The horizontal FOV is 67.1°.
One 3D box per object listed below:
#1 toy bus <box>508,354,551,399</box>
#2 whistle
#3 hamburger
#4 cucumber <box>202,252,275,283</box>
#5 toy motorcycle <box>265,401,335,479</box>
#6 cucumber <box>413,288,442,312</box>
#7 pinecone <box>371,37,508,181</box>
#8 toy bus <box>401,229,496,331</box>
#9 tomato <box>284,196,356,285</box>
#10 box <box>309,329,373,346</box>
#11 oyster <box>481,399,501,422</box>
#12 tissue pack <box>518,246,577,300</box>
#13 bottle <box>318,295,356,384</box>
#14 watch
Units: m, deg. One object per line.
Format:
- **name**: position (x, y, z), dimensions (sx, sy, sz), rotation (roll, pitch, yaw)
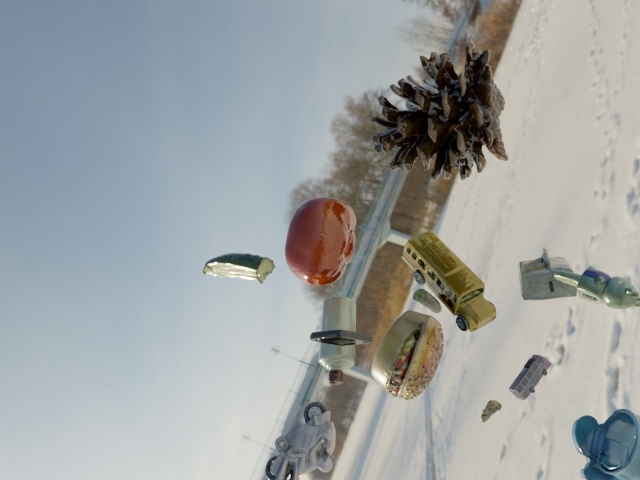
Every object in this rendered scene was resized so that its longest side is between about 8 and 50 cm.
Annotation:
- **toy bus**: position (0.555, 0.361, 1.281), dimensions (0.131, 0.052, 0.037), rotation (-47, 2, -14)
- **whistle**: position (0.792, 0.131, 1.377), dimensions (0.092, 0.244, 0.110), rotation (-55, -48, -11)
- **hamburger**: position (0.294, 0.374, 1.560), dimensions (0.300, 0.176, 0.300), rotation (-44, -33, -38)
- **cucumber**: position (-0.351, 0.098, 2.008), dimensions (0.145, 0.325, 0.105), rotation (-48, -49, -47)
- **toy motorcycle**: position (-0.037, 0.617, 1.421), dimensions (0.260, 0.171, 0.110), rotation (-51, -23, -18)
- **cucumber**: position (0.433, 0.248, 1.905), dimensions (0.214, 0.058, 0.052), rotation (36, -143, -47)
- **pinecone**: position (0.311, -0.330, 1.308), dimensions (0.384, 0.384, 0.384), rotation (20, -90, -79)
- **toy bus**: position (0.393, 0.118, 1.475), dimensions (0.121, 0.335, 0.123), rotation (-22, -40, -21)
- **tomato**: position (0.001, 0.000, 1.362), dimensions (0.260, 0.180, 0.260), rotation (14, -90, -73)
- **box**: position (0.051, 0.250, 1.232), dimensions (0.125, 0.126, 0.027), rotation (17, -113, -38)
- **oyster**: position (0.564, 0.562, 1.573), dimensions (0.080, 0.038, 0.083), rotation (35, -104, -41)
- **tissue pack**: position (0.738, 0.100, 1.595), dimensions (0.229, 0.159, 0.145), rotation (-20, -79, -68)
- **bottle**: position (0.049, 0.289, 1.385), dimensions (0.104, 0.104, 0.245), rotation (93, -178, -56)
- **watch**: position (0.772, 0.534, 1.215), dimensions (0.193, 0.211, 0.211), rotation (106, -172, -63)
